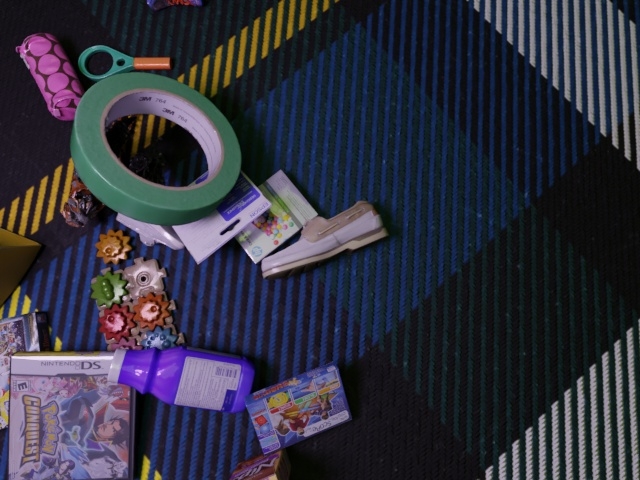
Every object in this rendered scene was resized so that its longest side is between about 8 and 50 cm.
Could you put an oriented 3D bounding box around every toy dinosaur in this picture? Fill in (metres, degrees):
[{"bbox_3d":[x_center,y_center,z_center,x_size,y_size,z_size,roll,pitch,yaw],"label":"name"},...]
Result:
[{"bbox_3d":[-0.485,-0.189,0.983,0.218,0.164,0.322,-4,84,34],"label":"toy dinosaur"}]

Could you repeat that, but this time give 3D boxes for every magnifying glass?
[{"bbox_3d":[-0.493,-0.448,1.092,0.231,0.026,0.092,0,80,-1],"label":"magnifying glass"}]

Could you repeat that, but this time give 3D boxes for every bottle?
[{"bbox_3d":[-0.283,0.281,0.898,0.283,0.092,0.118,14,86,-16],"label":"bottle"}]

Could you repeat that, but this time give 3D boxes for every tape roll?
[{"bbox_3d":[-0.323,-0.189,0.882,0.321,0.077,0.321,16,58,-28],"label":"tape roll"}]

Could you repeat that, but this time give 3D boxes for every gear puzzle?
[{"bbox_3d":[-0.433,0.127,0.983,0.175,0.044,0.339,-18,81,-4],"label":"gear puzzle"}]

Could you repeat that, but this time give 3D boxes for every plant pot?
[{"bbox_3d":[-0.787,0.063,0.920,0.212,0.212,0.187,22,93,3],"label":"plant pot"}]

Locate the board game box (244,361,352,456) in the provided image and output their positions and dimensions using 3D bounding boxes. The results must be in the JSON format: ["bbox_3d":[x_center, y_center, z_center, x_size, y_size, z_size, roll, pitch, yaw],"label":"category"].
[{"bbox_3d":[-0.044,0.355,0.912,0.201,0.035,0.136,-18,109,-11],"label":"board game box"}]

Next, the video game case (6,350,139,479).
[{"bbox_3d":[-0.514,0.371,0.908,0.248,0.035,0.275,2,90,-9],"label":"video game case"}]

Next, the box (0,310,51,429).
[{"bbox_3d":[-0.682,0.288,0.953,0.159,0.044,0.233,-13,81,-3],"label":"box"}]

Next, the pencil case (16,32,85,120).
[{"bbox_3d":[-0.645,-0.392,1.049,0.098,0.095,0.209,-24,77,-40],"label":"pencil case"}]

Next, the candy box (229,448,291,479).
[{"bbox_3d":[-0.121,0.474,0.855,0.109,0.187,0.053,-21,82,-4],"label":"candy box"}]

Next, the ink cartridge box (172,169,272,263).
[{"bbox_3d":[-0.235,-0.067,0.982,0.206,0.045,0.208,-39,58,-7],"label":"ink cartridge box"}]

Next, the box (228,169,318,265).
[{"bbox_3d":[-0.121,-0.055,1.022,0.186,0.038,0.145,-38,82,-5],"label":"box"}]

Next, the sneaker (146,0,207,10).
[{"bbox_3d":[-0.337,-0.638,1.101,0.221,0.083,0.087,-24,89,-1],"label":"sneaker"}]

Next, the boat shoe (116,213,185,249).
[{"bbox_3d":[-0.395,-0.022,1.003,0.184,0.066,0.063,33,95,3],"label":"boat shoe"}]

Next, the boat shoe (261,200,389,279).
[{"bbox_3d":[0.000,0.000,0.983,0.302,0.113,0.103,-20,80,-15],"label":"boat shoe"}]
